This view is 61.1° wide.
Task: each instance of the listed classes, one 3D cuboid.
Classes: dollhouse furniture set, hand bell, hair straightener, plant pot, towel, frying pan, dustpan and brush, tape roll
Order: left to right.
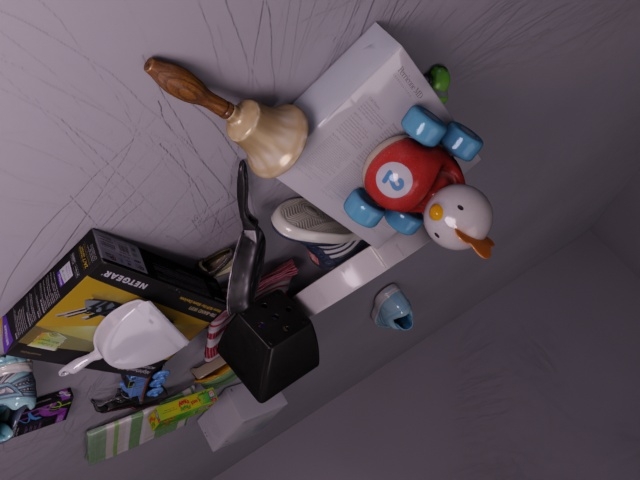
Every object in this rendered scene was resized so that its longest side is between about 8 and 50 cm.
[{"bbox_3d":[-0.358,0.187,0.942,0.211,0.060,0.147,-35,134,-8],"label":"dustpan and brush"},{"bbox_3d":[-0.494,0.407,1.425,0.089,0.047,0.230,-45,150,19],"label":"hair straightener"},{"bbox_3d":[-0.539,0.558,1.638,0.325,0.038,0.247,-16,148,-34],"label":"towel"},{"bbox_3d":[-0.141,-0.188,0.763,0.126,0.126,0.242,-45,141,19],"label":"hand bell"},{"bbox_3d":[-0.184,0.192,1.380,0.237,0.037,0.329,-29,159,-31],"label":"towel"},{"bbox_3d":[-0.211,0.395,1.622,0.302,0.151,0.197,-30,155,-13],"label":"dollhouse furniture set"},{"bbox_3d":[-0.136,-0.005,1.063,0.197,0.053,0.325,-73,174,-74],"label":"frying pan"},{"bbox_3d":[-0.116,0.229,1.282,0.188,0.188,0.166,-27,145,-34],"label":"plant pot"},{"bbox_3d":[0.106,0.072,1.400,0.392,0.072,0.392,-32,175,-3],"label":"tape roll"}]

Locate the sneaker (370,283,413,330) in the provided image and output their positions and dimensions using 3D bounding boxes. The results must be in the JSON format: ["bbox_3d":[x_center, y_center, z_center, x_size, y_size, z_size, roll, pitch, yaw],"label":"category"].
[{"bbox_3d":[0.285,0.301,2.092,0.135,0.150,0.366,-32,155,-5],"label":"sneaker"}]

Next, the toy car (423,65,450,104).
[{"bbox_3d":[0.194,-0.248,1.105,0.239,0.053,0.225,-10,146,-44],"label":"toy car"}]

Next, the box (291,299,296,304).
[{"bbox_3d":[-0.063,0.184,1.535,0.094,0.027,0.137,-52,168,31],"label":"box"}]

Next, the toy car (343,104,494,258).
[{"bbox_3d":[0.200,-0.062,0.911,0.210,0.238,0.219,9,126,-41],"label":"toy car"}]

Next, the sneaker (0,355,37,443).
[{"bbox_3d":[-0.635,0.335,1.005,0.283,0.122,0.110,-43,154,15],"label":"sneaker"}]

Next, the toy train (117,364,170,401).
[{"bbox_3d":[-0.433,0.329,1.316,0.105,0.080,0.184,-6,146,-32],"label":"toy train"}]

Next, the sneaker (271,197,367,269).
[{"bbox_3d":[0.000,0.000,1.207,0.350,0.131,0.148,1,132,-53],"label":"sneaker"}]

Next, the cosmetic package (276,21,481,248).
[{"bbox_3d":[0.104,-0.164,1.002,0.284,0.097,0.377,-40,142,14],"label":"cosmetic package"}]

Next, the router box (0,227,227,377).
[{"bbox_3d":[-0.359,0.131,0.985,0.243,0.081,0.309,-41,145,12],"label":"router box"}]

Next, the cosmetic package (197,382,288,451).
[{"bbox_3d":[-0.280,0.619,1.958,0.224,0.138,0.224,-3,139,-50],"label":"cosmetic package"}]

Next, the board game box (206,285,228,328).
[{"bbox_3d":[-0.299,0.169,1.255,0.281,0.027,0.145,-9,146,-45],"label":"board game box"}]

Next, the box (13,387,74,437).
[{"bbox_3d":[-0.645,0.393,1.208,0.162,0.029,0.116,-10,145,-42],"label":"box"}]

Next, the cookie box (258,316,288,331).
[{"bbox_3d":[-0.103,0.236,1.441,0.107,0.091,0.040,-44,159,13],"label":"cookie box"}]

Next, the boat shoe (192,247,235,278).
[{"bbox_3d":[-0.237,0.060,1.115,0.152,0.056,0.049,-34,141,-3],"label":"boat shoe"}]

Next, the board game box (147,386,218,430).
[{"bbox_3d":[-0.402,0.493,1.589,0.181,0.043,0.092,-10,151,-40],"label":"board game box"}]
